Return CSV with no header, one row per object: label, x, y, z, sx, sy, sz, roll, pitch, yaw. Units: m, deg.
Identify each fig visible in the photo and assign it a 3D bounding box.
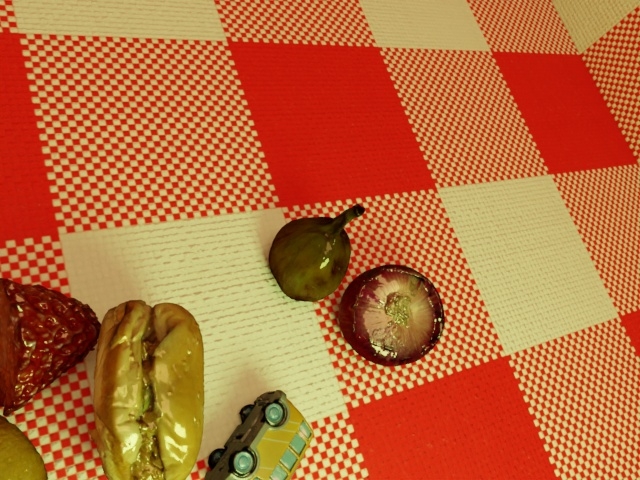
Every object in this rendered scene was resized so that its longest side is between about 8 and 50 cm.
fig,0.023,0.020,1.244,0.191,0.290,0.190,32,45,-40

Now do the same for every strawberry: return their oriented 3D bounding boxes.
strawberry,-0.467,0.173,0.966,0.178,0.234,0.233,-2,67,-43

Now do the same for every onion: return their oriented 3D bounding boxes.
onion,0.160,0.173,1.300,0.248,0.161,0.247,6,63,-12

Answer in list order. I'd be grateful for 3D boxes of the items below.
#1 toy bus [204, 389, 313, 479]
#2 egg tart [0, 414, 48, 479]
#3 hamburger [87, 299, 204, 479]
toy bus,-0.109,0.402,1.078,0.136,0.126,0.209,45,55,-11
egg tart,-0.525,0.371,0.847,0.215,0.215,0.171,49,40,1
hamburger,-0.294,0.259,0.953,0.174,0.284,0.304,8,60,-22
